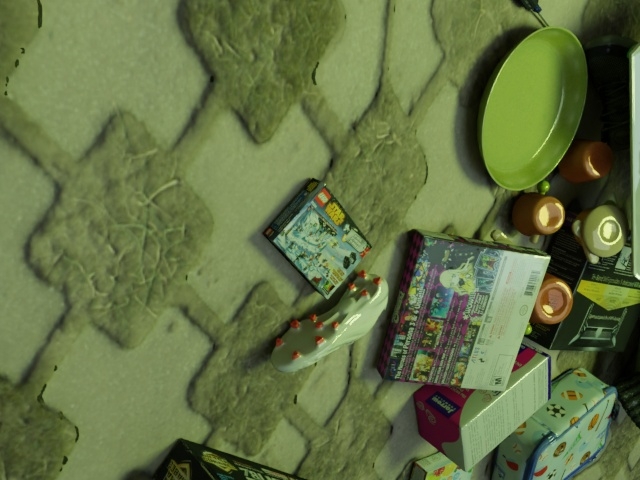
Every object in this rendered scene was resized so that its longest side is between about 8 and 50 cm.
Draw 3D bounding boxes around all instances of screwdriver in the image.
[{"bbox_3d":[0.316,-0.320,0.949,0.170,0.024,0.025,17,128,-45],"label":"screwdriver"}]

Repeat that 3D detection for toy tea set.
[{"bbox_3d":[0.377,-0.012,1.116,0.200,0.124,0.336,44,83,-13],"label":"toy tea set"}]

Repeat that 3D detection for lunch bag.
[{"bbox_3d":[0.494,0.417,1.398,0.303,0.115,0.243,-21,125,-30],"label":"lunch bag"}]

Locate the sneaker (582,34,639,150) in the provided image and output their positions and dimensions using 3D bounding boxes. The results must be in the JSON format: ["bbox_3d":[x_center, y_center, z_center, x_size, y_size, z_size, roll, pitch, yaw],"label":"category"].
[{"bbox_3d":[0.477,-0.226,1.063,0.227,0.087,0.130,30,63,-48],"label":"sneaker"}]

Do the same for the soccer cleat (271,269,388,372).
[{"bbox_3d":[0.021,0.119,0.888,0.196,0.068,0.076,-37,133,-24],"label":"soccer cleat"}]

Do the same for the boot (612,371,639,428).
[{"bbox_3d":[0.714,0.237,1.391,0.260,0.348,0.131,-35,169,33],"label":"boot"}]

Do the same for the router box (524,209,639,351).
[{"bbox_3d":[0.526,0.087,1.281,0.309,0.081,0.243,10,103,-42],"label":"router box"}]

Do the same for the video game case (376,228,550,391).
[{"bbox_3d":[0.212,0.110,1.003,0.210,0.042,0.232,8,107,-16],"label":"video game case"}]

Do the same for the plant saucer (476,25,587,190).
[{"bbox_3d":[0.307,-0.194,0.993,0.241,0.037,0.241,-18,121,-32],"label":"plant saucer"}]

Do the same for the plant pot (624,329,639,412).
[{"bbox_3d":[0.838,0.272,1.534,0.276,0.276,0.253,-21,112,-31],"label":"plant pot"}]

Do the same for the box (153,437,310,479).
[{"bbox_3d":[-0.021,0.381,0.821,0.295,0.293,0.073,39,83,-44],"label":"box"}]

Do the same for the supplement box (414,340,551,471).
[{"bbox_3d":[0.278,0.266,1.141,0.220,0.111,0.114,-32,128,-25],"label":"supplement box"}]

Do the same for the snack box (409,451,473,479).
[{"bbox_3d":[0.220,0.436,1.226,0.141,0.037,0.100,-6,116,-38],"label":"snack box"}]

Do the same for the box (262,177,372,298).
[{"bbox_3d":[0.000,0.000,0.836,0.094,0.027,0.137,-48,133,-9],"label":"box"}]

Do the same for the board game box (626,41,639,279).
[{"bbox_3d":[0.669,-0.143,1.020,0.390,0.050,0.390,-9,115,9],"label":"board game box"}]
